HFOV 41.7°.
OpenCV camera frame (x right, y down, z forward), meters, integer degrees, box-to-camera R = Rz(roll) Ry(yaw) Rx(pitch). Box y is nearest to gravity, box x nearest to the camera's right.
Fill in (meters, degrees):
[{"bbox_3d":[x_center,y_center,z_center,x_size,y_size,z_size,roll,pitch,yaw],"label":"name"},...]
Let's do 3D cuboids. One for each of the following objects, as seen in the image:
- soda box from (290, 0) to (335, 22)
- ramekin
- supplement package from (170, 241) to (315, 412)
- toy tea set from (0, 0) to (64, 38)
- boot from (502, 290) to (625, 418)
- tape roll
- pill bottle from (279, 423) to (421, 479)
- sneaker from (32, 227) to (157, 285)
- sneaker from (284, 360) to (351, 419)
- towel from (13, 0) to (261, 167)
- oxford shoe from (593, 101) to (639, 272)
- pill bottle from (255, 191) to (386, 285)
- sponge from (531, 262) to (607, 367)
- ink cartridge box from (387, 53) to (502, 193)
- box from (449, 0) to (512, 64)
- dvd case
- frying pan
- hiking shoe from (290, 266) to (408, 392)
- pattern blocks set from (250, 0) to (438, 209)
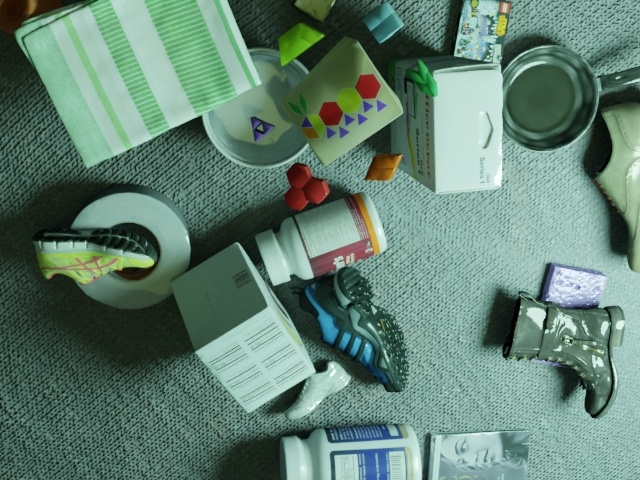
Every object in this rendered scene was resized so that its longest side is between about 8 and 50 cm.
[{"bbox_3d":[0.020,-0.471,1.452,0.061,0.058,0.181,28,99,-16],"label":"soda box"},{"bbox_3d":[-0.107,-0.237,1.472,0.207,0.109,0.207,-3,107,-9],"label":"ramekin"},{"bbox_3d":[-0.139,0.155,1.502,0.149,0.194,0.203,-31,132,0],"label":"supplement package"},{"bbox_3d":[-0.446,-0.467,1.371,0.200,0.124,0.336,43,100,12],"label":"toy tea set"},{"bbox_3d":[0.477,0.229,1.687,0.229,0.091,0.262,2,102,-3],"label":"boot"},{"bbox_3d":[-0.346,0.012,1.523,0.219,0.072,0.219,-2,106,-8],"label":"tape roll"},{"bbox_3d":[0.056,0.446,1.668,0.265,0.153,0.153,-1,106,-9],"label":"pill bottle"},{"bbox_3d":[-0.387,0.034,1.450,0.209,0.081,0.094,5,112,-3],"label":"sneaker"},{"bbox_3d":[-0.016,0.297,1.672,0.152,0.054,0.061,-38,99,-4],"label":"sneaker"},{"bbox_3d":[-0.286,-0.292,1.348,0.325,0.038,0.247,-25,110,-2],"label":"towel"},{"bbox_3d":[0.600,-0.100,1.635,0.130,0.123,0.348,-1,102,14],"label":"oxford shoe"},{"bbox_3d":[0.000,0.000,1.549,0.221,0.121,0.121,-20,108,-3],"label":"pill bottle"},{"bbox_3d":[0.502,0.157,1.721,0.117,0.031,0.210,10,105,-11],"label":"sponge"},{"bbox_3d":[0.206,-0.208,1.441,0.117,0.278,0.201,-6,107,-9],"label":"ink cartridge box"},{"bbox_3d":[0.291,-0.375,1.539,0.094,0.027,0.137,5,105,-11],"label":"box"},{"bbox_3d":[0.336,0.482,1.794,0.221,0.018,0.164,0,106,-9],"label":"dvd case"},{"bbox_3d":[0.470,-0.303,1.564,0.326,0.053,0.197,-37,102,5],"label":"frying pan"},{"bbox_3d":[0.071,0.180,1.638,0.132,0.113,0.304,-17,117,28],"label":"hiking shoe"},{"bbox_3d":[0.029,-0.217,1.349,0.325,0.026,0.285,-23,96,29],"label":"pattern blocks set"}]
